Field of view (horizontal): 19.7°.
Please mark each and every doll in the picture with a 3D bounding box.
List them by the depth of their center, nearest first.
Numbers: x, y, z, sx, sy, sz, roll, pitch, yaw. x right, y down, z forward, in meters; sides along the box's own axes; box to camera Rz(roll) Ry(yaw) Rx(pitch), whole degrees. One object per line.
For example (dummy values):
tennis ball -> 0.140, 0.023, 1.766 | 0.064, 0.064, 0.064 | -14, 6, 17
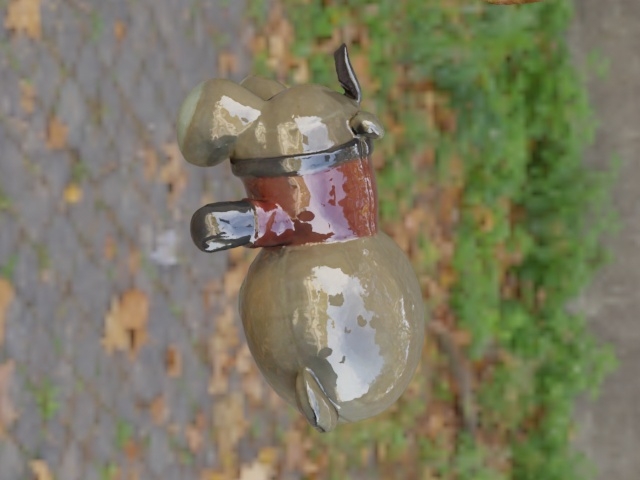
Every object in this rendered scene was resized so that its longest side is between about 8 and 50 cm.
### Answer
doll -> 0.000, 0.000, 1.636 | 0.235, 0.174, 0.330 | -25, 101, -67

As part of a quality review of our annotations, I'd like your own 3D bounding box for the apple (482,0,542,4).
apple -> 0.200, -0.351, 1.551 | 0.346, 0.179, 0.254 | -65, -146, 23
